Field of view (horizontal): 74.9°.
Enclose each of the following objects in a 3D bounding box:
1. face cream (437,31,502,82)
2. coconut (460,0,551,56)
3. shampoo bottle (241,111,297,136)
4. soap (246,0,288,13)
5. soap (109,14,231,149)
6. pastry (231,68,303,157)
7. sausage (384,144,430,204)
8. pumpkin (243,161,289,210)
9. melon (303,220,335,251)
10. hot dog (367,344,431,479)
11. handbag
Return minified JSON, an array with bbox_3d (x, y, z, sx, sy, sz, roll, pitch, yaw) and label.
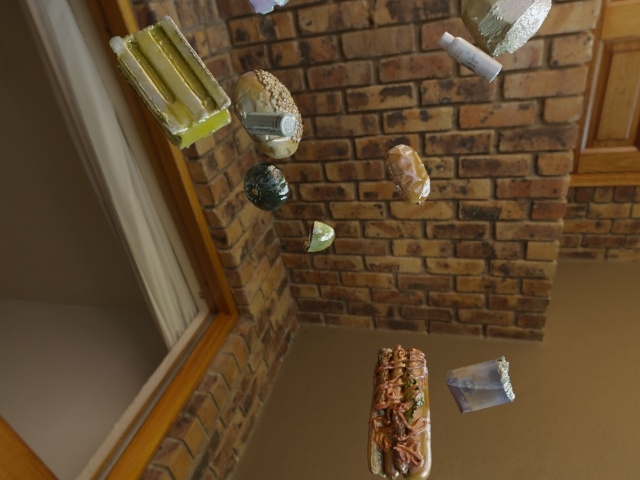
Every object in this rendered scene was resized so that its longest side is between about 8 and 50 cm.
[{"bbox_3d":[0.594,-0.741,1.679,0.269,0.082,0.082,33,-139,2],"label":"face cream"},{"bbox_3d":[0.434,-0.547,0.967,0.194,0.194,0.194,-8,-148,5],"label":"coconut"},{"bbox_3d":[-0.208,-0.444,1.589,0.262,0.085,0.085,16,-140,39],"label":"shampoo bottle"},{"bbox_3d":[-0.200,-0.999,1.470,0.261,0.156,0.446,-15,-122,10],"label":"soap"},{"bbox_3d":[-0.289,-0.307,0.818,0.135,0.233,0.076,-35,175,-17],"label":"soap"},{"bbox_3d":[-0.227,-0.573,1.897,0.245,0.409,0.409,-28,-150,9],"label":"pastry"},{"bbox_3d":[0.334,-0.249,1.598,0.136,0.241,0.120,-28,180,-21],"label":"sausage"},{"bbox_3d":[-0.225,-0.224,1.748,0.211,0.212,0.152,10,-157,30],"label":"pumpkin"},{"bbox_3d":[0.000,0.000,1.664,0.128,0.160,0.079,2,-126,-13],"label":"melon"},{"bbox_3d":[0.206,0.432,1.086,0.158,0.117,0.349,-2,-131,17],"label":"hot dog"},{"bbox_3d":[0.437,0.390,1.126,0.173,0.117,0.095,-25,-176,23],"label":"handbag"}]
